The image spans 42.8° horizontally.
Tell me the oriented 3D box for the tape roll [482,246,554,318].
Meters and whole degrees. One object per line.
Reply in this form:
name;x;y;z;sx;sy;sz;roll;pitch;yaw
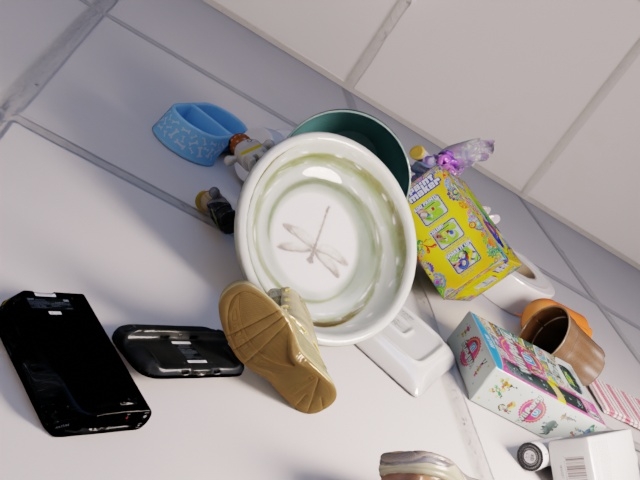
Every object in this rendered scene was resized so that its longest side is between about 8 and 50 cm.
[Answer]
tape roll;0.540;0.102;2.379;0.286;0.100;0.286;30;20;-12

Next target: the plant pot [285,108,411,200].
plant pot;0.056;-0.159;1.814;0.290;0.290;0.195;33;18;-4

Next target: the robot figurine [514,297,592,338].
robot figurine;0.625;0.232;2.183;0.219;0.128;0.158;26;24;-25

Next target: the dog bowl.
dog bowl;-0.274;-0.261;1.949;0.166;0.074;0.297;39;21;10

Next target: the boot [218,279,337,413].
boot;-0.076;0.125;1.278;0.262;0.095;0.203;51;10;-29

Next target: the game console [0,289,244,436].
game console;-0.241;0.160;1.095;0.361;0.044;0.213;9;34;-50

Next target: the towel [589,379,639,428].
towel;0.781;0.433;2.120;0.197;0.029;0.144;26;22;-16

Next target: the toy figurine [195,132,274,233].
toy figurine;-0.121;-0.101;1.634;0.209;0.213;0.148;17;16;-33

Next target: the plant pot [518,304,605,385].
plant pot;0.605;0.273;2.025;0.165;0.167;0.167;36;19;-19

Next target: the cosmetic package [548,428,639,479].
cosmetic package;0.533;0.432;1.578;0.231;0.085;0.117;12;68;-50

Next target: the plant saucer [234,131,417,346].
plant saucer;0.000;0.000;1.536;0.400;0.401;0.100;23;-21;-29

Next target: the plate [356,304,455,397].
plate;0.143;0.178;1.659;0.277;0.045;0.278;40;20;15

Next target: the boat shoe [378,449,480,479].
boat shoe;0.192;0.399;1.166;0.324;0.123;0.116;32;52;-34

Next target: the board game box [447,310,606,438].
board game box;0.440;0.305;1.766;0.303;0.097;0.224;27;21;-17

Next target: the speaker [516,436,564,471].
speaker;0.433;0.410;1.574;0.136;0.055;0.055;10;32;-51

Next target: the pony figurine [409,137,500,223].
pony figurine;0.313;-0.163;2.350;0.351;0.303;0.363;-5;-16;33

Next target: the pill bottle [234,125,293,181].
pill bottle;-0.061;-0.178;1.972;0.283;0.160;0.160;12;30;-47

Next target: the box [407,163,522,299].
box;0.334;-0.011;2.043;0.279;0.177;0.290;58;16;16
